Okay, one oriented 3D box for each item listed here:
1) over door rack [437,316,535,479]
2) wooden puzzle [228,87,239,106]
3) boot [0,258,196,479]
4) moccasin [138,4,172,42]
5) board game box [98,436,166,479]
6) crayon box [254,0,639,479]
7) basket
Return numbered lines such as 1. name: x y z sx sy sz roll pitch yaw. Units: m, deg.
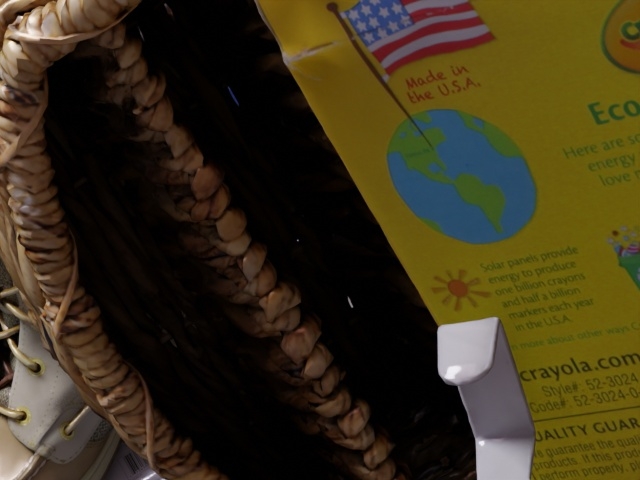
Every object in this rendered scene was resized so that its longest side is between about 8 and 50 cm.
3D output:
1. over door rack: -0.044 0.191 0.602 0.239 0.108 0.324 -9 50 14
2. wooden puzzle: -0.004 -0.134 1.340 0.348 0.080 0.322 -27 24 10
3. boot: -0.140 0.035 0.899 0.077 0.165 0.213 19 58 40
4. moccasin: -0.223 -0.014 1.151 0.139 0.147 0.380 22 51 22
5. board game box: -0.216 0.149 0.994 0.305 0.053 0.193 -33 41 -4
6. crayon box: 0.130 -0.013 0.631 0.202 0.318 0.081 -12 30 37
7. basket: 0.000 0.000 0.784 0.213 0.299 0.223 -36 24 -15
